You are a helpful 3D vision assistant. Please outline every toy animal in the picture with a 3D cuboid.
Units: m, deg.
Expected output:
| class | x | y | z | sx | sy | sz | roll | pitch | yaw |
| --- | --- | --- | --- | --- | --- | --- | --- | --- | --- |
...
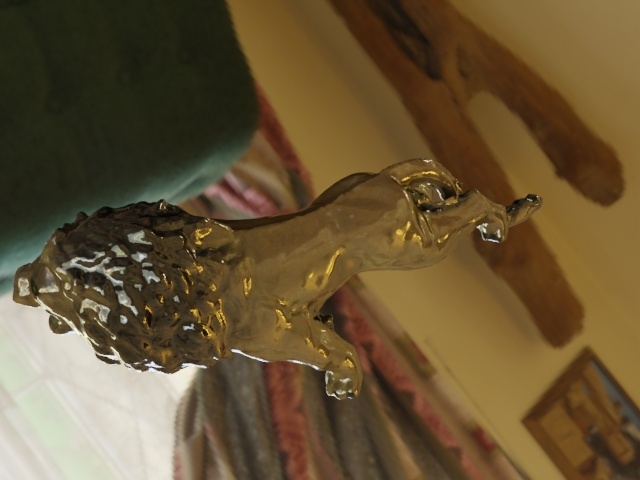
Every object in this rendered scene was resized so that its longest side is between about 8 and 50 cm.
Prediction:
| class | x | y | z | sx | sy | sz | roll | pitch | yaw |
| --- | --- | --- | --- | --- | --- | --- | --- | --- | --- |
| toy animal | 0.001 | 0.014 | 0.443 | 0.220 | 0.069 | 0.086 | -16 | 129 | -33 |
